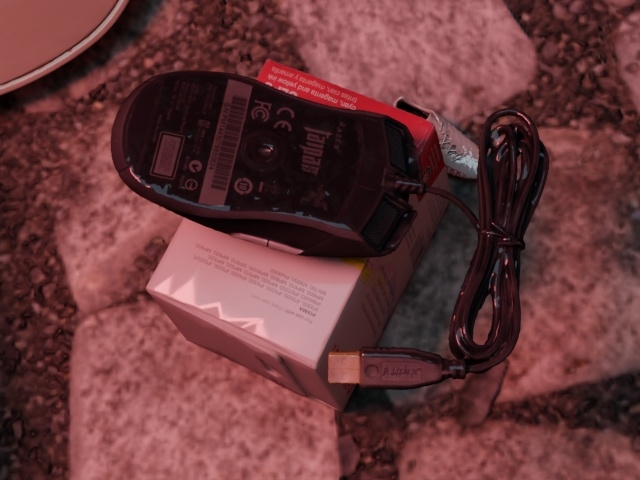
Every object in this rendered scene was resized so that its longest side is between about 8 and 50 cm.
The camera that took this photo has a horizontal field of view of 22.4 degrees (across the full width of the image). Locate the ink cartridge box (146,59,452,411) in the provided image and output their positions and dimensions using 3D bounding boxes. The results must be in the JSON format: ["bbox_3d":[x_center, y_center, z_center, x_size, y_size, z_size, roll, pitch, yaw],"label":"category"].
[{"bbox_3d":[-0.010,0.001,1.063,0.127,0.128,0.176,23,75,16],"label":"ink cartridge box"}]

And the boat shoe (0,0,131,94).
[{"bbox_3d":[-0.170,-0.231,1.209,0.112,0.095,0.335,44,86,-15],"label":"boat shoe"}]

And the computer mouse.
[{"bbox_3d":[0.000,0.000,0.965,0.262,0.060,0.184,7,69,-2],"label":"computer mouse"}]

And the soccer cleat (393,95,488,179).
[{"bbox_3d":[0.082,-0.071,1.122,0.083,0.035,0.029,39,81,20],"label":"soccer cleat"}]
